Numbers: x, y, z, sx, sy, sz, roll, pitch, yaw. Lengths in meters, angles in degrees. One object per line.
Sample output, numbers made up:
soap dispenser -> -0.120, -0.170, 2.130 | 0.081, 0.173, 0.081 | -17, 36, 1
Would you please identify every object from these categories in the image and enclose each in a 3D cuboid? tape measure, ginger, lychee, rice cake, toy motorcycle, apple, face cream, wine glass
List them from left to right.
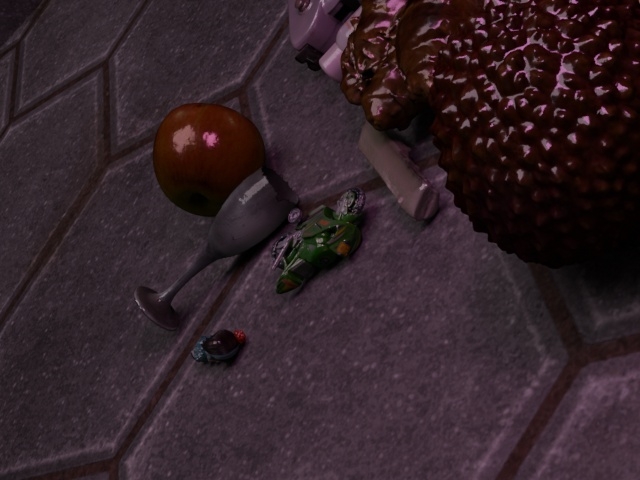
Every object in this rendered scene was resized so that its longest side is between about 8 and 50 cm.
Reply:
wine glass -> -0.230, -0.042, 2.010 | 0.309, 0.264, 0.096 | -44, 16, 16
apple -> -0.192, -0.135, 2.120 | 0.196, 0.196, 0.196 | -34, 36, 30
toy motorcycle -> 0.000, 0.000, 1.848 | 0.190, 0.074, 0.106 | -35, 44, 29
tape measure -> 0.025, -0.443, 2.187 | 0.197, 0.120, 0.236 | -41, 38, 32
face cream -> 0.104, -0.368, 2.045 | 0.269, 0.082, 0.082 | -46, 32, 15
rice cake -> 0.112, -0.109, 1.804 | 0.256, 0.052, 0.057 | -120, 36, -57
ginger -> 0.142, -0.299, 1.834 | 0.274, 0.152, 0.357 | -42, 31, 3
lychee -> 0.269, -0.125, 1.376 | 0.306, 0.330, 0.306 | -43, 4, 4

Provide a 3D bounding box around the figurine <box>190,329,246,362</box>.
figurine -> -0.161, 0.164, 1.927 | 0.060, 0.047, 0.106 | -30, 7, -34
